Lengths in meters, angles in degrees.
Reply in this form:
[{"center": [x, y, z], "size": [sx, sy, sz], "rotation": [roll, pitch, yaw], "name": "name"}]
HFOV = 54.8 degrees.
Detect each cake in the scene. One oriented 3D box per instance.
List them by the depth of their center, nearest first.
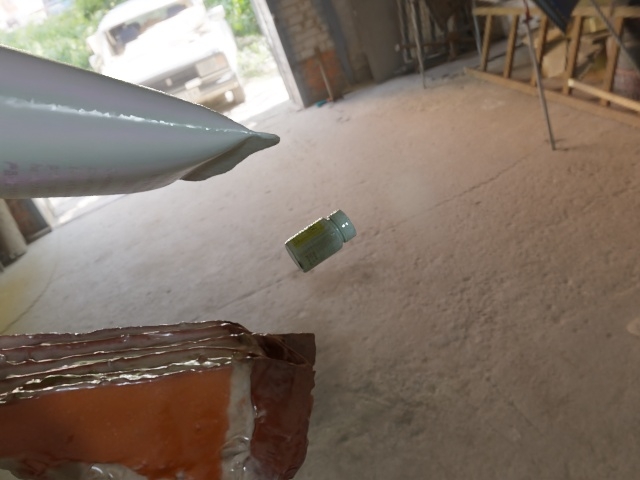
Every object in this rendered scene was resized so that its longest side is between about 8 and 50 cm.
[{"center": [-0.136, 0.110, 0.376], "size": [0.287, 0.135, 0.098], "rotation": [8, 23, -21], "name": "cake"}]

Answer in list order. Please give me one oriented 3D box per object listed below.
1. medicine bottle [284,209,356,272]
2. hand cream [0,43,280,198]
[{"center": [0.000, 0.000, 0.768], "size": [0.083, 0.047, 0.047], "rotation": [-35, 30, -10], "name": "medicine bottle"}, {"center": [-0.218, -0.073, 0.355], "size": [0.358, 0.118, 0.185], "rotation": [5, -7, -26], "name": "hand cream"}]
